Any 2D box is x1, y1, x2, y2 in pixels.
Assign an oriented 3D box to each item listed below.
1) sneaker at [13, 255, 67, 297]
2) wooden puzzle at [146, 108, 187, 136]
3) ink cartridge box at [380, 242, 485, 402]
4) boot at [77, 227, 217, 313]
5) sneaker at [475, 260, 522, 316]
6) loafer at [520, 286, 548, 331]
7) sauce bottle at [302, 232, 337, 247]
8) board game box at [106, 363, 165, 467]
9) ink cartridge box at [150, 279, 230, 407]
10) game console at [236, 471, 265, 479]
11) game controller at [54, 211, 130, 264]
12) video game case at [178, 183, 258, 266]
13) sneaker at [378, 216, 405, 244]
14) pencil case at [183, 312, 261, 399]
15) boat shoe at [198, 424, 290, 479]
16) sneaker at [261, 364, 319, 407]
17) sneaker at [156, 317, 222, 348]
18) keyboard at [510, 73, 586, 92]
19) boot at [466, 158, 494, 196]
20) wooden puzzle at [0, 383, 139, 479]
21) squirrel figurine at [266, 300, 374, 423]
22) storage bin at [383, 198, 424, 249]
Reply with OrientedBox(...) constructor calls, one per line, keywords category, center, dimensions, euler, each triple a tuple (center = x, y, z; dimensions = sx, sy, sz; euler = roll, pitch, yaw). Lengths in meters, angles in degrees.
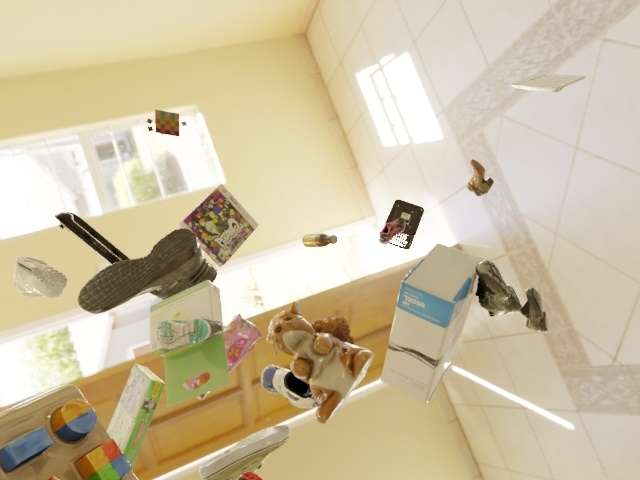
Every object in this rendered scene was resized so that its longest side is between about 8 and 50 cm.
OrientedBox(category="sneaker", center=(-0.781, 0.120, 1.447), dimensions=(0.235, 0.090, 0.094), euler=(23, 92, 40))
OrientedBox(category="wooden puzzle", center=(-0.309, -0.236, 1.050), dimensions=(0.006, 0.083, 0.049), euler=(-18, 73, 54))
OrientedBox(category="ink cartridge box", center=(0.341, 0.250, 1.602), dimensions=(0.166, 0.285, 0.394), euler=(22, 123, 24))
OrientedBox(category="boot", center=(-0.440, 0.130, 1.390), dimensions=(0.118, 0.338, 0.222), euler=(52, 164, 32))
OrientedBox(category="sneaker", center=(0.508, 0.156, 1.540), dimensions=(0.267, 0.106, 0.101), euler=(43, -151, -39))
OrientedBox(category="loafer", center=(0.589, 0.197, 1.454), dimensions=(0.061, 0.062, 0.170), euler=(-8, 127, 30))
OrientedBox(category="sauce bottle", center=(0.000, 0.000, 1.470), dimensions=(0.128, 0.042, 0.042), euler=(-1, 106, 51))
OrientedBox(category="board game box", center=(-0.586, 0.559, 1.597), dimensions=(0.214, 0.046, 0.317), euler=(5, 72, 56))
OrientedBox(category="ink cartridge box", center=(-0.295, 0.226, 1.157), dimensions=(0.056, 0.171, 0.235), euler=(46, -155, -51))
OrientedBox(category="game console", center=(-0.060, 0.659, 0.916), dimensions=(0.342, 0.060, 0.386), euler=(20, 99, 36))
OrientedBox(category="game controller", center=(-0.696, 0.026, 1.643), dimensions=(0.319, 0.067, 0.166), euler=(43, 172, -15))
OrientedBox(category="video game case", center=(-0.357, -0.057, 1.866), dimensions=(0.210, 0.232, 0.042), euler=(49, 140, -15))
OrientedBox(category="sneaker", center=(0.227, -0.040, 1.666), dimensions=(0.047, 0.119, 0.057), euler=(24, 148, 41))
OrientedBox(category="pencil case", center=(-0.314, 0.359, 1.637), dimensions=(0.124, 0.284, 0.124), euler=(36, 156, 18))
OrientedBox(category="boat shoe", center=(-0.227, 0.681, 1.639), dimensions=(0.094, 0.303, 0.109), euler=(66, 168, 2))
OrientedBox(category="sneaker", center=(-0.063, 0.581, 2.032), dimensions=(0.182, 0.316, 0.127), euler=(-8, 58, 46))
OrientedBox(category="sneaker", center=(-0.273, 0.192, 1.093), dimensions=(0.167, 0.076, 0.064), euler=(-6, 83, 34))
OrientedBox(category="keyboard", center=(0.550, -0.390, 1.277), dimensions=(0.014, 0.072, 0.256), euler=(60, -173, -18))
OrientedBox(category="boot", center=(0.513, -0.201, 1.722), dimensions=(0.118, 0.042, 0.087), euler=(52, 144, 6))
OrientedBox(category="wooden puzzle", center=(-0.590, 0.502, 1.195), dimensions=(0.347, 0.080, 0.322), euler=(49, -163, 8))
OrientedBox(category="squirrel figurine", center=(-0.012, 0.399, 1.896), dimensions=(0.371, 0.281, 0.397), euler=(34, -172, 16))
OrientedBox(category="storage bin", center=(0.317, -0.063, 2.009), dimensions=(0.122, 0.180, 0.084), euler=(20, 137, 10))
